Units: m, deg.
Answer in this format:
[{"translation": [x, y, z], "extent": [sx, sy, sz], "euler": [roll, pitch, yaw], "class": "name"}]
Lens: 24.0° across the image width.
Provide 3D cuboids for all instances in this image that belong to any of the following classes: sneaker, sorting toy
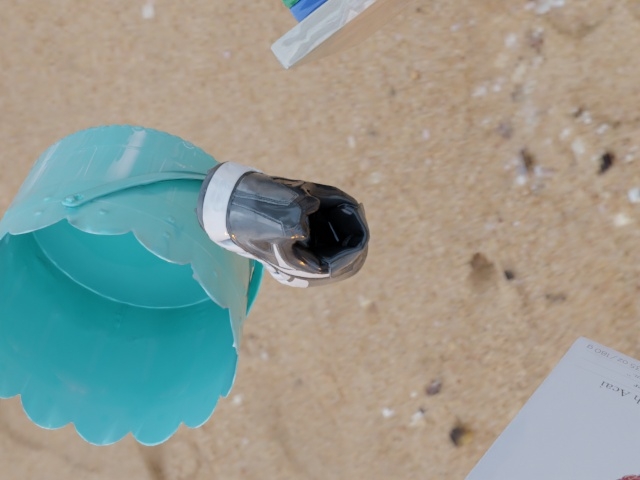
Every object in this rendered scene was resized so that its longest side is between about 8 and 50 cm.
[{"translation": [0.000, 0.000, 1.199], "extent": [0.106, 0.234, 0.078], "euler": [14, 84, 28], "class": "sneaker"}, {"translation": [0.076, -0.263, 1.248], "extent": [0.257, 0.255, 0.089], "euler": [-36, 91, 19], "class": "sorting toy"}]

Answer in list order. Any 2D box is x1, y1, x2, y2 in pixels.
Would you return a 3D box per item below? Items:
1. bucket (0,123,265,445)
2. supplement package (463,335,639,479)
[{"translation": [-0.189, 0.038, 1.424], "extent": [0.281, 0.183, 0.281], "euler": [5, 131, 6], "class": "bucket"}, {"translation": [0.201, 0.240, 1.142], "extent": [0.177, 0.293, 0.175], "euler": [24, 127, 21], "class": "supplement package"}]
